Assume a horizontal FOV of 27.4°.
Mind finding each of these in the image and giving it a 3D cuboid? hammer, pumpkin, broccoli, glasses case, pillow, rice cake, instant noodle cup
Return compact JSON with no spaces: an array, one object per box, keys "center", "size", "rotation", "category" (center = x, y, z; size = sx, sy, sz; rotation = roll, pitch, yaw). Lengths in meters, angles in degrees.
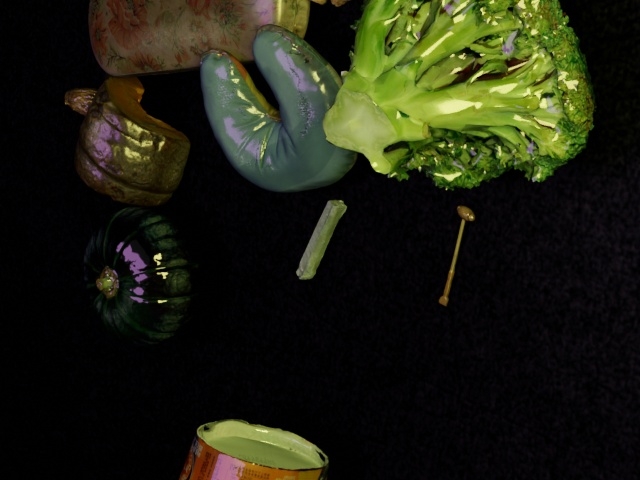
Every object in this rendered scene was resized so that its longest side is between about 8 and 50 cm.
[{"center":[0.153,0.019,1.489],"size":[0.029,0.014,0.123],"rotation":[39,126,49],"category":"hammer"},{"center":[-0.302,-0.166,1.895],"size":[0.248,0.126,0.131],"rotation":[46,125,35],"category":"pumpkin"},{"center":[0.130,-0.168,1.313],"size":[0.308,0.275,0.307],"rotation":[23,134,26],"category":"broccoli"},{"center":[-0.173,-0.305,1.751],"size":[0.425,0.098,0.156],"rotation":[2,97,47],"category":"glasses case"},{"center":[-0.255,0.050,1.857],"size":[0.202,0.140,0.202],"rotation":[8,101,43],"category":"pumpkin"},{"center":[-0.051,-0.156,1.608],"size":[0.233,0.086,0.214],"rotation":[-15,109,53],"category":"pillow"},{"center":[0.000,0.000,1.651],"size":[0.021,0.022,0.121],"rotation":[55,131,40],"category":"rice cake"},{"center":[-0.095,0.342,1.666],"size":[0.230,0.230,0.182],"rotation":[22,102,45],"category":"instant noodle cup"}]

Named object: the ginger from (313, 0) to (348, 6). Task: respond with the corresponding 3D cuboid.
[{"center":[0.029,-0.425,1.536],"size":[0.118,0.065,0.298],"rotation":[12,102,48],"category":"ginger"}]
